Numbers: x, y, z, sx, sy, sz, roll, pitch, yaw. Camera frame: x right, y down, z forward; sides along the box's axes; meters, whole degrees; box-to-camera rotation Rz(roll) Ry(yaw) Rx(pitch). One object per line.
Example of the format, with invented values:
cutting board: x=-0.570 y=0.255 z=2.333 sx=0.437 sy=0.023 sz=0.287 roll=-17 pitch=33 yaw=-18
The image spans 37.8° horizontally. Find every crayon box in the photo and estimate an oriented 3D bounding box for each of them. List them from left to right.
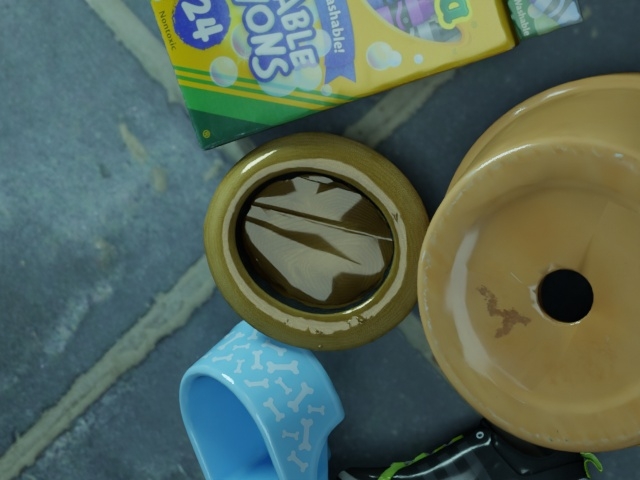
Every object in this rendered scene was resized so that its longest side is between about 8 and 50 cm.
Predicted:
crayon box: x=0.024 y=-0.218 z=0.750 sx=0.323 sy=0.083 sz=0.203 roll=-16 pitch=99 yaw=18

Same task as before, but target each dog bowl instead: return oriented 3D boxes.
dog bowl: x=-0.035 y=0.219 z=0.837 sx=0.166 sy=0.074 sz=0.297 roll=-9 pitch=103 yaw=52

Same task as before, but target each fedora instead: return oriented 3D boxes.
fedora: x=0.000 y=0.000 z=0.804 sx=0.194 sy=0.079 sz=0.194 roll=0 pitch=93 yaw=7

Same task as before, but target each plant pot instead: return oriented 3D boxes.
plant pot: x=0.199 y=0.024 z=0.664 sx=0.291 sy=0.203 sz=0.291 roll=4 pitch=99 yaw=27

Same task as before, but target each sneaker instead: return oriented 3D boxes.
sneaker: x=0.132 y=0.210 z=0.844 sx=0.234 sy=0.084 sz=0.097 roll=2 pitch=71 yaw=18
